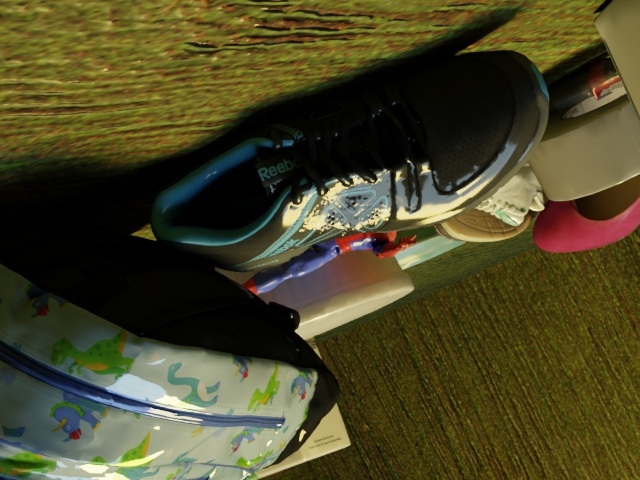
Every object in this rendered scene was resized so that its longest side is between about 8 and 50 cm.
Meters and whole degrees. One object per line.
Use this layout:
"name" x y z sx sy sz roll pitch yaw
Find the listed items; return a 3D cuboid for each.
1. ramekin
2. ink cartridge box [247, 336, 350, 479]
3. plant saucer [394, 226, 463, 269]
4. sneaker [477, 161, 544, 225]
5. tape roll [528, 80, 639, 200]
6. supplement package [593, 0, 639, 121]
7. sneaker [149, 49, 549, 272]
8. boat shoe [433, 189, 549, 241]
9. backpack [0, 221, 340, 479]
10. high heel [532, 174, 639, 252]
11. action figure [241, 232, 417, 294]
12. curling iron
"ramekin" -0.025 0.056 1.613 0.273 0.127 0.273 -21 173 -3
"ink cartridge box" -0.107 0.218 1.910 0.211 0.289 0.121 -28 167 37
"plant saucer" 0.135 0.014 2.068 0.318 0.043 0.317 -22 172 -3
"sneaker" 0.234 -0.060 1.639 0.212 0.094 0.080 -13 170 -44
"tape roll" 0.320 -0.124 1.294 0.219 0.072 0.219 -29 -171 5
"supplement package" 0.362 -0.118 0.973 0.145 0.262 0.204 -21 172 -13
"sneaker" 0.022 -0.055 0.999 0.341 0.125 0.140 -25 170 17
"boat shoe" 0.243 -0.043 1.762 0.285 0.103 0.092 -22 170 -47
"backpack" -0.176 0.102 1.021 0.273 0.290 0.355 -54 164 -8
"high heel" 0.387 -0.106 1.599 0.181 0.127 0.377 9 138 -46
"action figure" 0.000 0.000 1.432 0.280 0.091 0.139 -18 174 -13
"curling iron" 0.296 -0.169 1.283 0.274 0.035 0.068 -28 170 38
